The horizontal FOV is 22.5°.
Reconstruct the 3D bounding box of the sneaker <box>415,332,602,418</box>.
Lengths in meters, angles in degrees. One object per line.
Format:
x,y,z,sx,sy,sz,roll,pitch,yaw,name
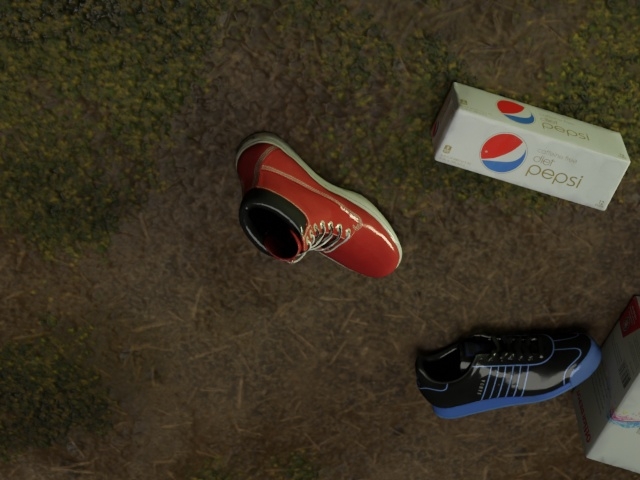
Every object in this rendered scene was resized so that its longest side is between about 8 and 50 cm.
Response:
0.232,0.154,2.018,0.232,0.081,0.090,-20,130,13,sneaker

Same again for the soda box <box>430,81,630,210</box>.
0.239,-0.108,1.846,0.216,0.069,0.074,16,122,-13,soda box

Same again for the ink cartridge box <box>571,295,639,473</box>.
0.415,0.188,2.017,0.127,0.128,0.176,18,123,-14,ink cartridge box

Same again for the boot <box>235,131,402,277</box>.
0.000,0.000,1.850,0.244,0.176,0.088,36,115,-25,boot
